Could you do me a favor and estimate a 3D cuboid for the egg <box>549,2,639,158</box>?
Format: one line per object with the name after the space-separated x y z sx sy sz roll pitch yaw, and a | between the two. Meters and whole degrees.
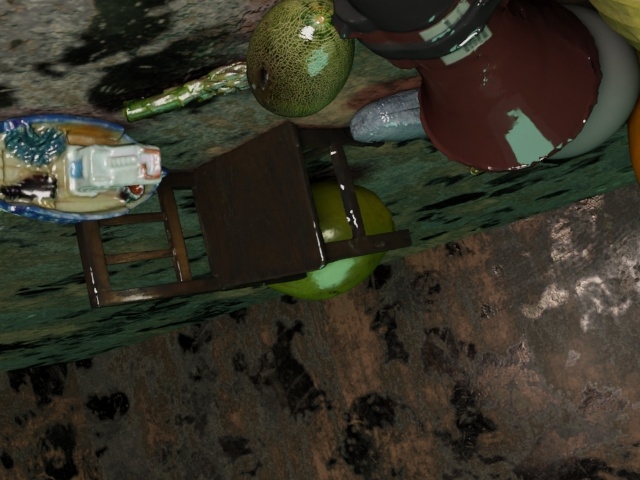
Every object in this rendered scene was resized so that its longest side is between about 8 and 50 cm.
0.277 -0.184 1.012 0.176 0.176 0.232 -25 178 44 | egg

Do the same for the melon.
-0.019 -0.174 0.823 0.099 0.099 0.162 -13 168 -18 | melon

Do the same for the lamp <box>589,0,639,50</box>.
0.273 -0.243 0.546 0.250 0.284 0.250 -11 -148 7 | lamp

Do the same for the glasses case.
0.174 -0.181 1.196 0.283 0.067 0.109 -15 180 -19 | glasses case

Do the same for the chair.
-0.097 -0.038 1.216 0.241 0.203 0.416 -17 173 36 | chair

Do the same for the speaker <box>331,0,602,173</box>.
0.163 -0.198 0.764 0.259 0.198 0.329 -5 167 22 | speaker

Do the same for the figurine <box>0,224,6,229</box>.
-0.424 -0.043 1.055 0.095 0.082 0.086 13 180 -14 | figurine

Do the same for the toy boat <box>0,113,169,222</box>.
-0.260 -0.077 0.925 0.262 0.114 0.115 -2 177 -41 | toy boat

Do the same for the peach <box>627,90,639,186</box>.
0.541 -0.134 1.037 0.302 0.342 0.343 -12 174 34 | peach

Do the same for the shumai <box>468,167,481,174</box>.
0.263 -0.170 1.364 0.123 0.105 0.139 -18 -161 5 | shumai

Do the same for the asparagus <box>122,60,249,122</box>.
-0.131 -0.160 0.932 0.165 0.030 0.036 -17 160 10 | asparagus

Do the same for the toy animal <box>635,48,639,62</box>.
0.488 -0.265 1.205 0.159 0.083 0.070 -21 -179 -23 | toy animal

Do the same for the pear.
0.000 0.000 1.557 0.269 0.212 0.212 -21 171 -5 | pear
